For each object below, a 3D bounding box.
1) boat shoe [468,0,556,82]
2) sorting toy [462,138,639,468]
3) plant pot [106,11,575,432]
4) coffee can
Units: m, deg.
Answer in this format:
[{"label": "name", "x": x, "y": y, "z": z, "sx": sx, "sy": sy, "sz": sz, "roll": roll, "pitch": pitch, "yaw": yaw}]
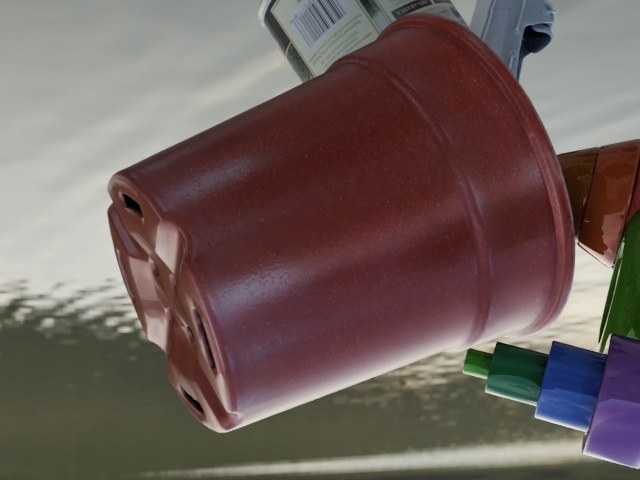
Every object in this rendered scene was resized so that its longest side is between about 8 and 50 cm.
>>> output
[{"label": "boat shoe", "x": 0.193, "y": -0.208, "z": 1.146, "sx": 0.081, "sy": 0.228, "sz": 0.079, "roll": 15, "pitch": 160, "yaw": 16}, {"label": "sorting toy", "x": 0.159, "y": 0.015, "z": 0.738, "sx": 0.126, "sy": 0.127, "sz": 0.365, "roll": 14, "pitch": -153, "yaw": 12}, {"label": "plant pot", "x": 0.000, "y": 0.000, "z": 0.859, "sx": 0.265, "sy": 0.272, "sz": 0.272, "roll": -24, "pitch": 175, "yaw": -22}, {"label": "coffee can", "x": 0.083, "y": -0.201, "z": 1.322, "sx": 0.201, "sy": 0.275, "sz": 0.201, "roll": -31, "pitch": 170, "yaw": -6}]
